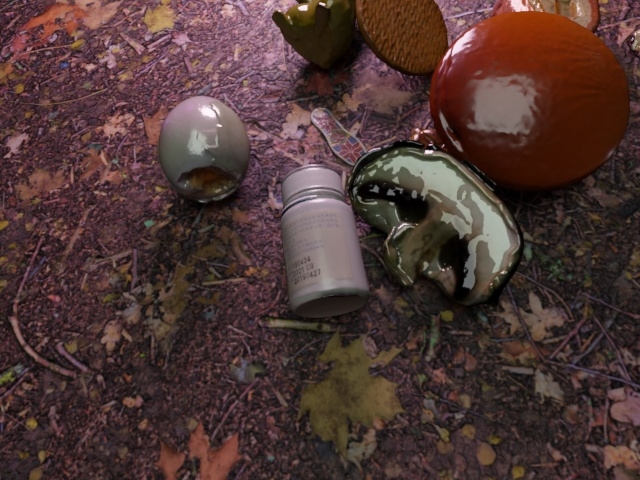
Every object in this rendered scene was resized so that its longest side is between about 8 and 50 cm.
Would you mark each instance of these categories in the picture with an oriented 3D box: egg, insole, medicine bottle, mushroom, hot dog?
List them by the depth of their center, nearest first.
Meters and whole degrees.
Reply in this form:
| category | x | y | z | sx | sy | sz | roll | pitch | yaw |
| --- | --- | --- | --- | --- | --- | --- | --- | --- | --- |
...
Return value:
| category | x | y | z | sx | sy | sz | roll | pitch | yaw |
| --- | --- | --- | --- | --- | --- | --- | --- | --- | --- |
| medicine bottle | 0.000 | 0.000 | 0.776 | 0.143 | 0.143 | 0.258 | -9 | 66 | 2 |
| mushroom | 0.204 | -0.030 | 0.786 | 0.344 | 0.130 | 0.248 | 36 | 90 | 21 |
| egg | -0.239 | -0.197 | 0.870 | 0.183 | 0.183 | 0.217 | -18 | 62 | -2 |
| hot dog | 0.230 | -0.185 | 0.886 | 0.089 | 0.060 | 0.140 | -34 | 74 | -13 |
| insole | 0.040 | -0.233 | 0.953 | 0.065 | 0.006 | 0.193 | -32 | 67 | -9 |

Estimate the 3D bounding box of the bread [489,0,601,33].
| category | x | y | z | sx | sy | sz | roll | pitch | yaw |
| --- | --- | --- | --- | --- | --- | --- | --- | --- | --- |
| bread | 0.510 | -0.478 | 0.952 | 0.190 | 0.123 | 0.244 | -7 | 66 | 1 |

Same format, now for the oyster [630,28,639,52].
| category | x | y | z | sx | sy | sz | roll | pitch | yaw |
| --- | --- | --- | --- | --- | --- | --- | --- | --- | --- |
| oyster | 0.885 | -0.462 | 0.917 | 0.354 | 0.107 | 0.201 | -13 | 69 | 0 |

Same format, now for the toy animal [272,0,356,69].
| category | x | y | z | sx | sy | sz | roll | pitch | yaw |
| --- | --- | --- | --- | --- | --- | --- | --- | --- | --- |
| toy animal | 0.033 | -0.601 | 1.018 | 0.181 | 0.180 | 0.363 | 2 | 66 | 43 |

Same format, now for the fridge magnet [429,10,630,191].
| category | x | y | z | sx | sy | sz | roll | pitch | yaw |
| --- | --- | --- | --- | --- | --- | --- | --- | --- | --- |
| fridge magnet | 0.390 | -0.264 | 0.810 | 0.363 | 0.155 | 0.364 | -1 | 77 | 3 |

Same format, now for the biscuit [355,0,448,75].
| category | x | y | z | sx | sy | sz | roll | pitch | yaw |
| --- | --- | --- | --- | --- | --- | --- | --- | --- | --- |
| biscuit | 0.189 | -0.497 | 0.978 | 0.261 | 0.037 | 0.262 | 6 | 77 | -27 |
